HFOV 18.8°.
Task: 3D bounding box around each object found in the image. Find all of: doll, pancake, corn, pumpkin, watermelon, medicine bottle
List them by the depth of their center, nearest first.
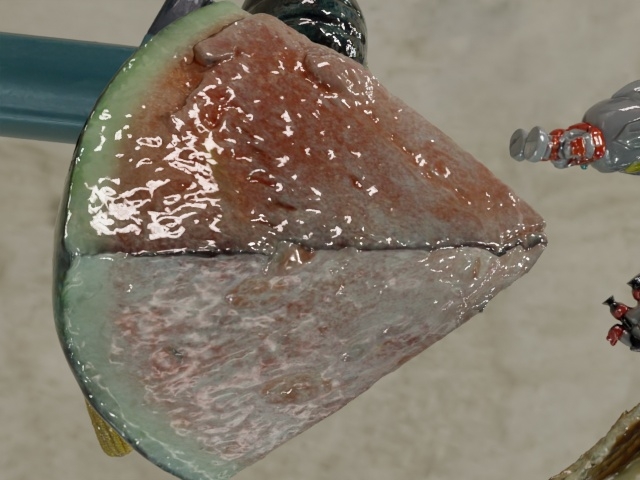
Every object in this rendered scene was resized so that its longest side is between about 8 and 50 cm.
[{"bbox_3d":[-0.028,0.010,1.278,0.292,0.250,0.283,23,58,-5],"label":"watermelon"},{"bbox_3d":[-0.203,-0.136,1.532,0.079,0.258,0.124,68,27,-71],"label":"medicine bottle"},{"bbox_3d":[0.287,0.139,1.537,0.266,0.057,0.244,-23,146,-30],"label":"pancake"},{"bbox_3d":[0.238,-0.087,1.578,0.180,0.094,0.079,-11,94,-21],"label":"doll"},{"bbox_3d":[-0.181,0.147,1.665,0.037,0.037,0.092,-34,124,-31],"label":"corn"},{"bbox_3d":[0.319,0.108,1.715,0.109,0.169,0.057,-39,169,2],"label":"doll"},{"bbox_3d":[-0.019,-0.168,1.867,0.194,0.150,0.194,24,90,-84],"label":"pumpkin"}]
